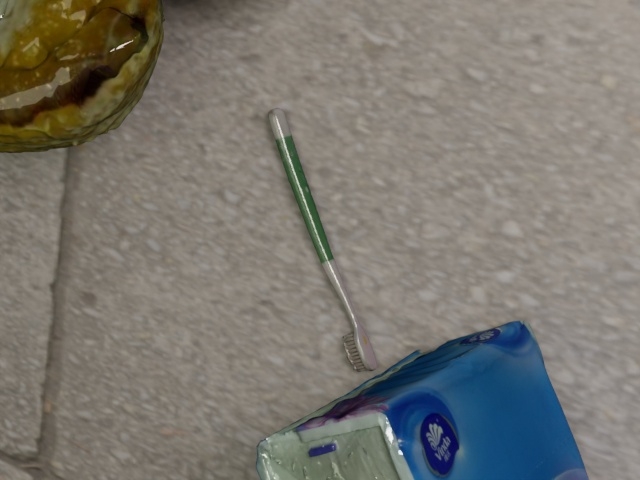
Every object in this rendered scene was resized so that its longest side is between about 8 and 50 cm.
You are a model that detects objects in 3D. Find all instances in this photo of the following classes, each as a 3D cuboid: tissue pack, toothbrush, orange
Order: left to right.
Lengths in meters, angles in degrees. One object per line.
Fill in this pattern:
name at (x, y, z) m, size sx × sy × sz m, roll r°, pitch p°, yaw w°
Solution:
orange at (-0.299, -0.222, 1.252) m, size 0.271 × 0.210 × 0.369 m, roll -41°, pitch 75°, yaw -9°
toothbrush at (0.000, 0.000, 1.237) m, size 0.024 × 0.018 × 0.257 m, roll -19°, pitch 91°, yaw 41°
tissue pack at (0.095, 0.198, 1.071) m, size 0.146 × 0.263 × 0.198 m, roll -22°, pitch 89°, yaw 35°
